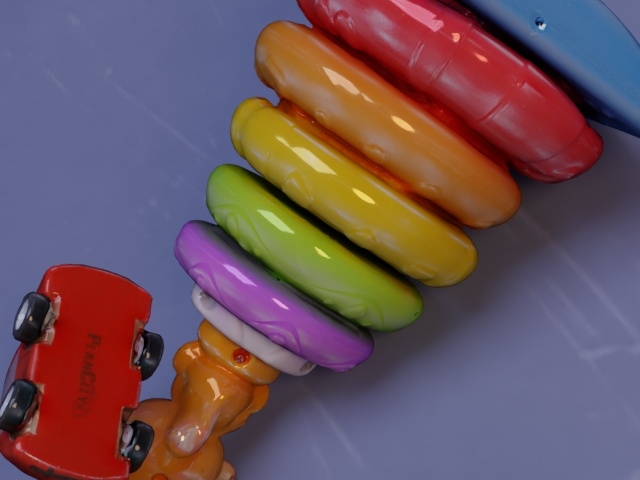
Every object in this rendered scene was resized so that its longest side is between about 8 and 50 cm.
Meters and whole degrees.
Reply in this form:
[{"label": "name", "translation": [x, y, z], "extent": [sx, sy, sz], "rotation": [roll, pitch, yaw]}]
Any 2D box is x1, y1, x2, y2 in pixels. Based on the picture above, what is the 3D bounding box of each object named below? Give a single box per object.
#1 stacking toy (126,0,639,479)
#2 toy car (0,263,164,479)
[{"label": "stacking toy", "translation": [0.000, 0.000, 0.637], "extent": [0.302, 0.175, 0.166], "rotation": [-56, 16, 5]}, {"label": "toy car", "translation": [-0.128, 0.137, 0.526], "extent": [0.053, 0.225, 0.239], "rotation": [-44, 66, 47]}]
